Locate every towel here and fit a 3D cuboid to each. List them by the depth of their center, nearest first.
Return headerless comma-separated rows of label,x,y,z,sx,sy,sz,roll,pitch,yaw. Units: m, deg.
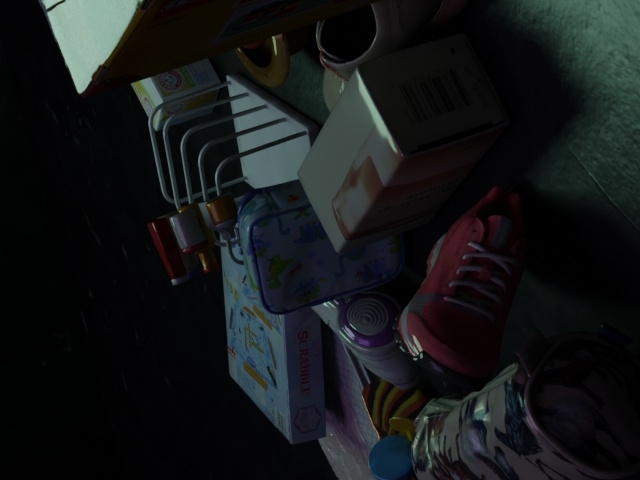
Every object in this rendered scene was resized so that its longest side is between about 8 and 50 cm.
towel,0.050,0.278,2.368,0.332,0.053,0.317,65,158,13

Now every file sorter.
file sorter,-0.130,-0.110,2.276,0.278,0.173,0.193,38,143,53

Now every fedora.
fedora,-0.071,-0.312,2.079,0.194,0.079,0.194,48,150,39

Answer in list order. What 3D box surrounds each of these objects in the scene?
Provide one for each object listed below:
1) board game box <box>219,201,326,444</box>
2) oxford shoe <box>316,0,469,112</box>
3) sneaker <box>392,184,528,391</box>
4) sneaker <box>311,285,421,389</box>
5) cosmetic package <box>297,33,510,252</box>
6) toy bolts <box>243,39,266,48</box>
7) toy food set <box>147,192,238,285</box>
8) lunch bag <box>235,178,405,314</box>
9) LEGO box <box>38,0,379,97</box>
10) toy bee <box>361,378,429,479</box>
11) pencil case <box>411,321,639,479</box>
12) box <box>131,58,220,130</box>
board game box,-0.082,0.124,2.413,0.319,0.066,0.318,-143,47,-63
oxford shoe,0.047,-0.247,1.768,0.140,0.146,0.397,62,158,16
sneaker,0.166,0.038,1.626,0.314,0.116,0.136,-71,6,-58
sneaker,0.050,0.107,2.125,0.152,0.114,0.305,58,178,-39
cosmetic package,0.093,-0.110,1.783,0.129,0.153,0.296,64,159,14
toy bolts,-0.112,-0.371,1.907,0.228,0.158,0.218,-43,60,35
toy food set,-0.170,0.003,2.087,0.232,0.111,0.104,-7,105,68
lunch bag,0.000,0.000,2.002,0.090,0.219,0.176,-123,19,-56
LEGO box,0.007,-0.333,1.308,0.193,0.500,0.372,67,158,3
toy bee,0.159,0.324,2.070,0.195,0.162,0.298,37,-143,-71
pencil case,0.236,0.218,1.724,0.183,0.160,0.410,55,157,5
box,-0.266,-0.305,2.498,0.203,0.114,0.103,61,157,17
